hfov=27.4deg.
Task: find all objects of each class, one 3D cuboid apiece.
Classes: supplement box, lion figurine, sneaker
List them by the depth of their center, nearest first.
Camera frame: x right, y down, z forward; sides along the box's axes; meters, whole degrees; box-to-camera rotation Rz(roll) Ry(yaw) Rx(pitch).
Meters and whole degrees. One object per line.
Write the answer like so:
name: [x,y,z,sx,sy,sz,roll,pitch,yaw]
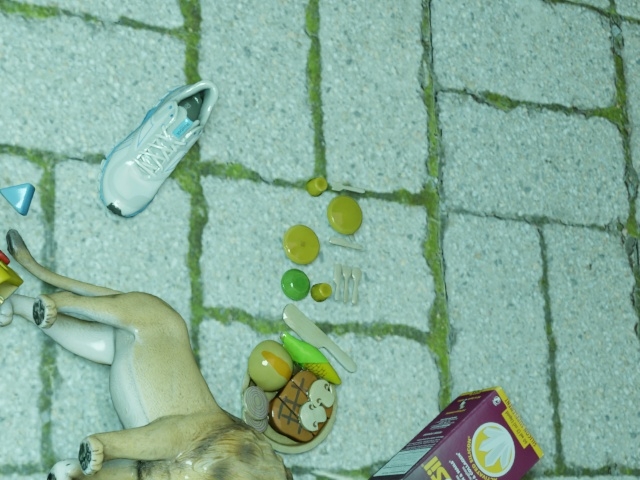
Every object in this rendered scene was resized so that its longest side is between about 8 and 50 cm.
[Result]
lion figurine: [-0.164,0.149,1.288,0.240,0.142,0.392,3,52,-37]
sneaker: [-0.173,-0.109,1.431,0.071,0.083,0.190,39,62,-18]
supplement box: [0.157,0.267,1.529,0.188,0.081,0.104,-37,98,-33]

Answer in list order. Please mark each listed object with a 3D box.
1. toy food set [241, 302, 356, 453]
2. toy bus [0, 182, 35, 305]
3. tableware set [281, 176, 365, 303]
toy food set: [-0.033,0.173,1.464,0.132,0.038,0.192,42,60,-15]
toy bus: [-0.377,0.003,1.224,0.202,0.104,0.190,-1,83,-1]
tableware set: [0.000,0.000,1.543,0.104,0.024,0.154,12,72,-25]
